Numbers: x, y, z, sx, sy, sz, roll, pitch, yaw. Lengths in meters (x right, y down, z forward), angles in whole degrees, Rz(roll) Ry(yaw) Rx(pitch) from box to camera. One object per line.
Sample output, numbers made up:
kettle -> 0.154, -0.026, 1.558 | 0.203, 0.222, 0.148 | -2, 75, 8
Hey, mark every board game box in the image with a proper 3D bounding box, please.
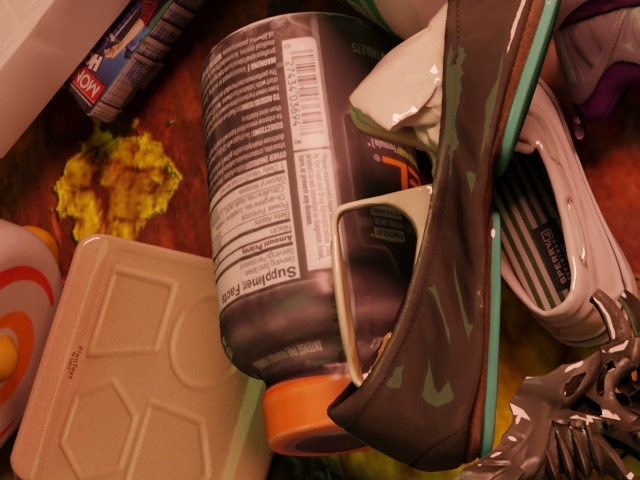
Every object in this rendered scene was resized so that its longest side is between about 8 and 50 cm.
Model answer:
board game box -> -0.183, -0.182, 0.858 | 0.194, 0.060, 0.194 | -51, 54, 13

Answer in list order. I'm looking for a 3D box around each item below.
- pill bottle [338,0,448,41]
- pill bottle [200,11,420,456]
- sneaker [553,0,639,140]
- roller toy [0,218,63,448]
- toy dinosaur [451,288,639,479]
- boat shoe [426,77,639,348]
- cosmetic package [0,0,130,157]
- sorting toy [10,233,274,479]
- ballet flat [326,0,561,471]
pill bottle -> 0.003, -0.276, 0.666 | 0.361, 0.204, 0.204 | 40, 100, 37
pill bottle -> 0.000, 0.000, 0.627 | 0.130, 0.130, 0.245 | -19, 65, 29
sneaker -> 0.233, -0.114, 0.550 | 0.224, 0.083, 0.098 | -7, 100, 30
roller toy -> -0.280, 0.068, 0.756 | 0.146, 0.209, 0.191 | 18, 88, 16
toy dinosaur -> 0.189, 0.135, 0.471 | 0.218, 0.164, 0.322 | 34, 78, 23
boat shoe -> 0.106, -0.045, 0.599 | 0.083, 0.076, 0.226 | -41, 56, 18
cosmetic package -> -0.208, -0.185, 0.799 | 0.239, 0.060, 0.099 | -46, 57, 15
sorting toy -> -0.112, 0.104, 0.737 | 0.208, 0.038, 0.193 | 12, 83, 33
ballet flat -> 0.056, -0.029, 0.513 | 0.096, 0.095, 0.280 | 10, 86, 6
